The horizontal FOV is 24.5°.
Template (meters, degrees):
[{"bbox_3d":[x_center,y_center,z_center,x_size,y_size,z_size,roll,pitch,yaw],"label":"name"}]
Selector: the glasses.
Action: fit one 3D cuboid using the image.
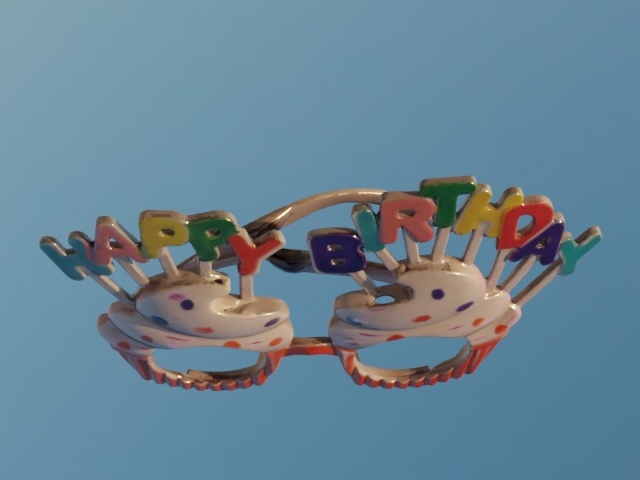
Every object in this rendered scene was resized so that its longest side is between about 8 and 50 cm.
[{"bbox_3d":[0.001,0.003,0.701,0.255,0.162,0.095,-5,-116,-4],"label":"glasses"}]
